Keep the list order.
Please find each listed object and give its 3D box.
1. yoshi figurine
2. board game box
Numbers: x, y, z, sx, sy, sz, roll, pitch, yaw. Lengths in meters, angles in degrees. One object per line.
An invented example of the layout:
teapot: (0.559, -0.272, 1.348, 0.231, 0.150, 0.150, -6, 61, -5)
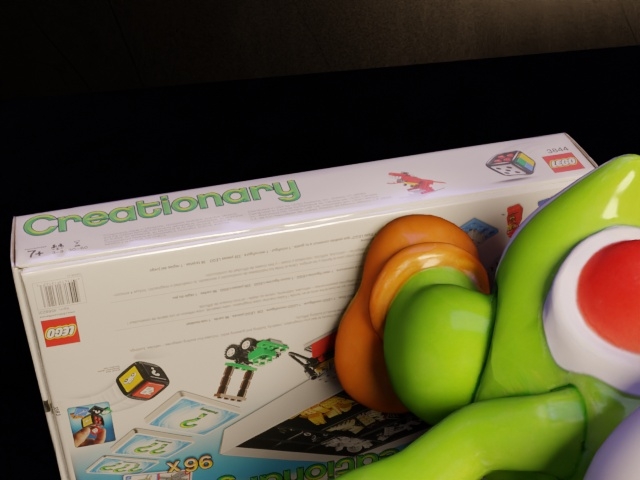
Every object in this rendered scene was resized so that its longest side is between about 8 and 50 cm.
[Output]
yoshi figurine: (0.117, 0.114, 0.401, 0.203, 0.203, 0.362, -39, 19, -1)
board game box: (-0.001, 0.054, 0.602, 0.305, 0.193, 0.053, -9, 36, -11)
